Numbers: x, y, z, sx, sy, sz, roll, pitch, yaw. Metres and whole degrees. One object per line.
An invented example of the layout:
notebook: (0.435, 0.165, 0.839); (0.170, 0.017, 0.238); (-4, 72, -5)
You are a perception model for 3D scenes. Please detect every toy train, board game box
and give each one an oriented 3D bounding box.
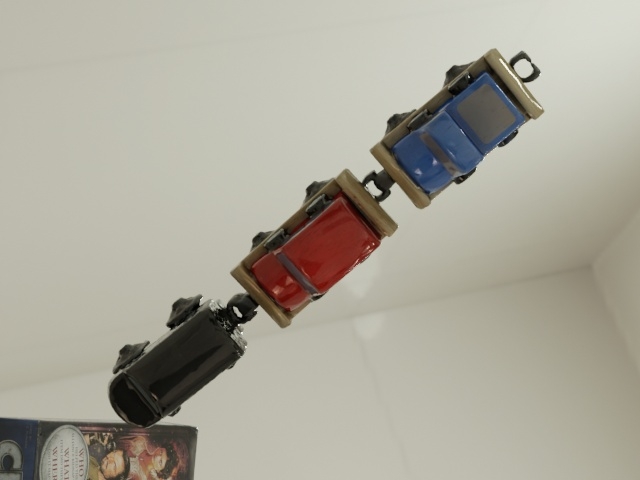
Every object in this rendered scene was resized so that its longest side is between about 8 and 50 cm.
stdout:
toy train: (0.000, 0.000, 0.472); (0.027, 0.158, 0.036); (49, 7, -6)
board game box: (-0.136, 0.223, 0.933); (0.042, 0.165, 0.243); (1, -95, 27)
